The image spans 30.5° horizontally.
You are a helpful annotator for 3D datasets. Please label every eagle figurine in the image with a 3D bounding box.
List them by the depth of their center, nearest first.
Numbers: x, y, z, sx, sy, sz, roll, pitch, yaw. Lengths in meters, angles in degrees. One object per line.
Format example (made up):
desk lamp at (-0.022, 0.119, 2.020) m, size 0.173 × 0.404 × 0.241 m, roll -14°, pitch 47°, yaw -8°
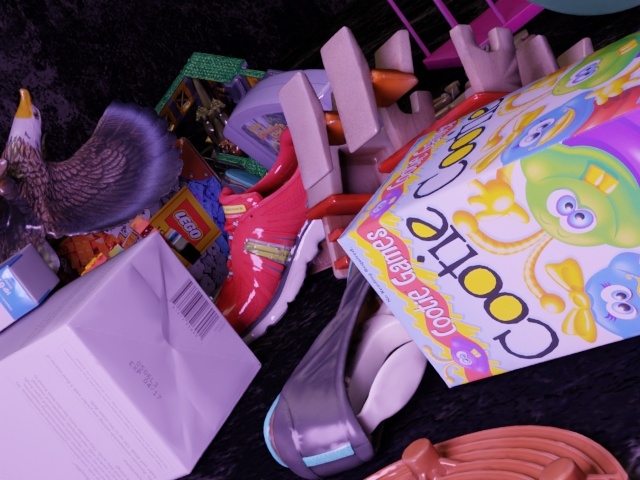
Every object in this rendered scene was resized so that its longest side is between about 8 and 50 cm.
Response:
eagle figurine at (-0.315, -0.062, 1.334) m, size 0.225 × 0.226 × 0.298 m, roll -61°, pitch -17°, yaw 14°

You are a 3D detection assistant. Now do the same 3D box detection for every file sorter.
file sorter at (0.258, -0.422, 1.788) m, size 0.291 × 0.182 × 0.202 m, roll -39°, pitch 14°, yaw -7°

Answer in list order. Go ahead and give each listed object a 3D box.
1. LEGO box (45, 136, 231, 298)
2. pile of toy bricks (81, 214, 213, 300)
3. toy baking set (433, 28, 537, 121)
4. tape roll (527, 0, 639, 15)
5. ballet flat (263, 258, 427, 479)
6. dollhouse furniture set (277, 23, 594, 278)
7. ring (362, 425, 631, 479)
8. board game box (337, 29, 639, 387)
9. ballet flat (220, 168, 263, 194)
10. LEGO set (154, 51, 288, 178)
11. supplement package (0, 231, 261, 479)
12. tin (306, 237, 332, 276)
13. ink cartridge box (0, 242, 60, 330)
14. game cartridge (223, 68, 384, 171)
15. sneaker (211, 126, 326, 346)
LEGO box at (-0.374, 0.105, 1.598) m, size 0.500 × 0.193 × 0.372 m, roll -23°, pitch 19°, yaw 44°
pile of toy bricks at (-0.195, 0.039, 1.291) m, size 0.105 × 0.212 × 0.118 m, roll 36°, pitch 81°, yaw 34°
toy baking set at (0.207, -0.226, 1.584) m, size 0.256 × 0.030 × 0.197 m, roll -40°, pitch 14°, yaw -13°
tape roll at (0.308, -0.424, 1.369) m, size 0.321 × 0.321 × 0.077 m, roll -23°, pitch 19°, yaw 46°
ballet flat at (0.057, 0.067, 0.890) m, size 0.096 × 0.095 × 0.280 m, roll -12°, pitch 37°, yaw 39°
dollhouse furniture set at (0.092, -0.072, 1.035) m, size 0.262 × 0.135 × 0.259 m, roll -4°, pitch -18°, yaw -32°
ring at (0.017, 0.208, 0.619) m, size 0.336 × 0.032 × 0.336 m, roll -34°, pitch 14°, yaw 10°
board game box at (0.172, -0.026, 0.764) m, size 0.275 × 0.144 × 0.142 m, roll -24°, pitch 19°, yaw 45°
ballet flat at (-0.048, -0.035, 1.483) m, size 0.203 × 0.074 × 0.074 m, roll 20°, pitch 52°, yaw 37°
LEGO set at (-0.102, -0.124, 1.709) m, size 0.331 × 0.192 × 0.255 m, roll 5°, pitch 56°, yaw 26°
supplement package at (-0.241, 0.153, 1.141) m, size 0.293 × 0.177 × 0.175 m, roll -28°, pitch 16°, yaw 32°
tin at (0.000, 0.000, 1.350) m, size 0.190 × 0.040 × 0.106 m, roll -25°, pitch 23°, yaw 42°
ink cartridge box at (-0.331, 0.065, 1.166) m, size 0.122 × 0.052 × 0.088 m, roll -35°, pitch 11°, yaw 10°
game cartridge at (-0.002, -0.117, 1.394) m, size 0.060 × 0.196 × 0.294 m, roll -55°, pitch 18°, yaw -18°
sneaker at (-0.071, -0.004, 1.266) m, size 0.279 × 0.118 × 0.107 m, roll -58°, pitch 28°, yaw -6°
